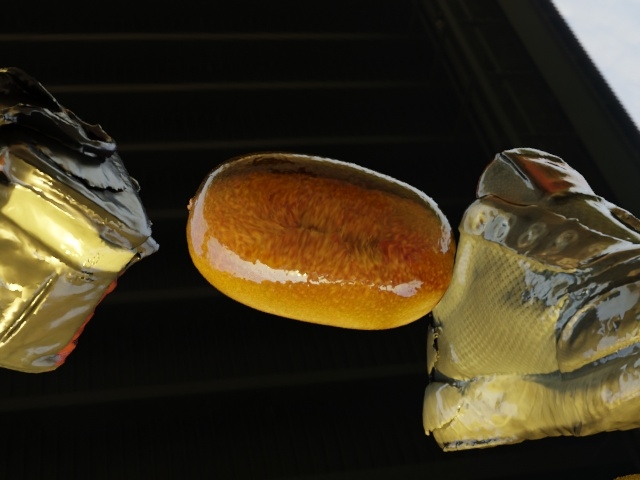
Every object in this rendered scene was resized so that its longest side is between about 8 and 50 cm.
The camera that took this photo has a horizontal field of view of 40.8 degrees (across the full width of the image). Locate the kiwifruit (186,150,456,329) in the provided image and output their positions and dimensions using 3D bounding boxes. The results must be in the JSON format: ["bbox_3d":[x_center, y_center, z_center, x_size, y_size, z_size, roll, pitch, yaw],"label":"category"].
[{"bbox_3d":[0.000,0.000,0.390,0.125,0.075,0.075,15,-134,-2],"label":"kiwifruit"}]

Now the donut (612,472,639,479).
[{"bbox_3d":[0.249,0.199,0.462,0.303,0.303,0.110,7,-121,-3],"label":"donut"}]

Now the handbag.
[{"bbox_3d":[-0.245,-0.024,0.743,0.181,0.181,0.254,33,-169,-34],"label":"handbag"}]

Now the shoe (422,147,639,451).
[{"bbox_3d":[0.148,0.018,0.479,0.132,0.336,0.171,-5,-105,-18],"label":"shoe"}]
